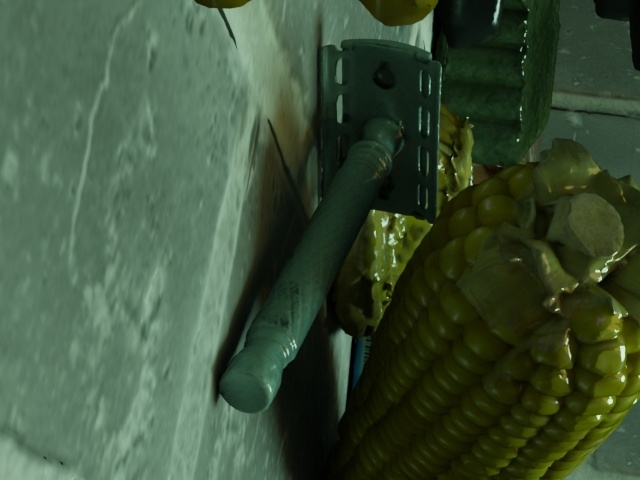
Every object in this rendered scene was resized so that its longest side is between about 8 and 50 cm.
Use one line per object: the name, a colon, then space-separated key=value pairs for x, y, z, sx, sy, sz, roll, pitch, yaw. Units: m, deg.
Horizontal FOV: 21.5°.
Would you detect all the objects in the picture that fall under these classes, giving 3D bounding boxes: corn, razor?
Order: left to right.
razor: x=0.000 y=0.000 z=0.823 sx=0.232 sy=0.068 sz=0.106 roll=-60 pitch=155 yaw=-51
corn: x=0.087 y=0.092 z=0.942 sx=0.387 sy=0.144 sz=0.144 roll=111 pitch=-5 yaw=-54

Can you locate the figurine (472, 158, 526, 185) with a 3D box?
figurine: x=0.170 y=-0.001 z=1.687 sx=0.102 sy=0.112 sz=0.195 roll=-98 pitch=180 yaw=-46

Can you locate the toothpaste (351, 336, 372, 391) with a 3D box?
toothpaste: x=0.046 y=0.180 z=1.159 sx=0.050 sy=0.065 sz=0.266 roll=-55 pitch=150 yaw=-78

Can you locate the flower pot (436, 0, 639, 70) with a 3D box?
flower pot: x=0.211 y=-0.262 z=1.119 sx=0.299 sy=0.299 sz=0.282 roll=-58 pitch=149 yaw=-68

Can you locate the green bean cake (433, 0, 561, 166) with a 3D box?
green bean cake: x=0.151 y=-0.166 z=1.427 sx=0.185 sy=0.094 sz=0.183 roll=-56 pitch=152 yaw=-68

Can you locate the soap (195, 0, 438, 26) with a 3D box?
soap: x=0.002 y=-0.243 z=0.516 sx=0.324 sy=0.096 sz=0.204 roll=80 pitch=20 yaw=-58

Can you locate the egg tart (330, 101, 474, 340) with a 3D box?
egg tart: x=0.056 y=-0.023 z=1.060 sx=0.191 sy=0.074 sz=0.191 roll=5 pitch=90 yaw=-81
